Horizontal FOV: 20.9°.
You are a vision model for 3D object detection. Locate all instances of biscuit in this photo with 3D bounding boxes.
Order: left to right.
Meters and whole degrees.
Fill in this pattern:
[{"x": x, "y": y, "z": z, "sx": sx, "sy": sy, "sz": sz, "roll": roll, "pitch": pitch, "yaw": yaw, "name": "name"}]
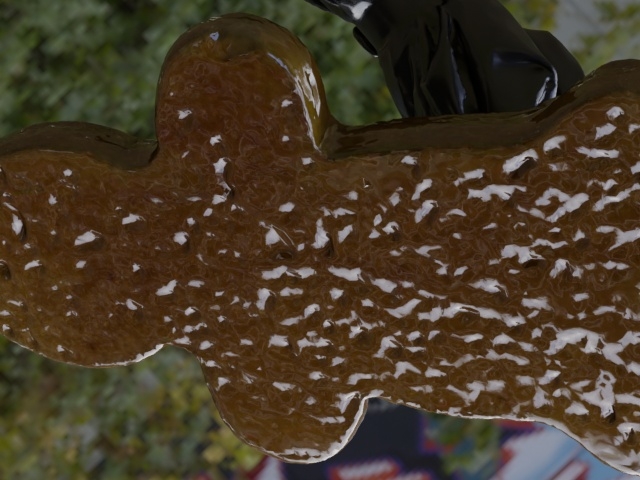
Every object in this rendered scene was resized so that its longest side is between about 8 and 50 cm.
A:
[{"x": 0.000, "y": 0.000, "z": 0.926, "sx": 0.064, "sy": 0.432, "sz": 0.283, "roll": -68, "pitch": 154, "yaw": -51, "name": "biscuit"}]

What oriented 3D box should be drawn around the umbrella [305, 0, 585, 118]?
[{"x": 0.035, "y": -0.160, "z": 1.008, "sx": 0.118, "sy": 0.340, "sz": 0.118, "roll": -37, "pitch": 176, "yaw": -3, "name": "umbrella"}]
